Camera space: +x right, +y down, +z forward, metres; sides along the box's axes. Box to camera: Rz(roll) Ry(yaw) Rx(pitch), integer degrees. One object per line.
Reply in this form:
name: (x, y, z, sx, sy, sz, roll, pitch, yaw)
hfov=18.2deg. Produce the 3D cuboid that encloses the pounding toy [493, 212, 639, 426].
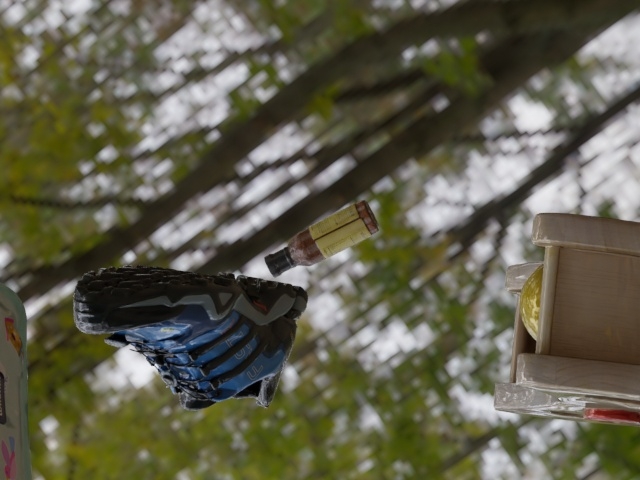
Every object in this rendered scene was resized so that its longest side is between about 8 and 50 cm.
pounding toy: (0.158, 0.015, 0.988, 0.269, 0.154, 0.155, 26, -111, -67)

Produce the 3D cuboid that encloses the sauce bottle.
sauce bottle: (0.000, 0.000, 2.159, 0.042, 0.128, 0.042, 62, -171, -17)

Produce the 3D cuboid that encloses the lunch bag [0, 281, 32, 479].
lunch bag: (-0.309, 0.148, 1.566, 0.160, 0.262, 0.223, 1, -121, -11)

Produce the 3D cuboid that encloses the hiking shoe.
hiking shoe: (-0.115, 0.095, 1.859, 0.304, 0.113, 0.132, 7, -89, -53)
